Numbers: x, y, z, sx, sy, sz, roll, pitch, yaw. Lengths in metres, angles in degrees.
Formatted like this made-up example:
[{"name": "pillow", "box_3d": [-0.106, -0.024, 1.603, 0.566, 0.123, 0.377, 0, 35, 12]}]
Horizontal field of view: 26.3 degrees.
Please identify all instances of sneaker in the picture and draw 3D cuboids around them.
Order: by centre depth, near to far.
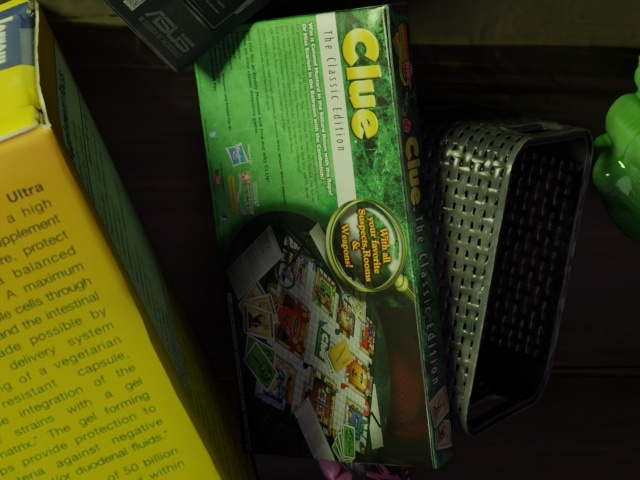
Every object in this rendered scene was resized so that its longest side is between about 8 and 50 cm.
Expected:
[{"name": "sneaker", "box_3d": [0.048, 0.168, 0.981, 0.057, 0.047, 0.119, -46, 120, 0]}]

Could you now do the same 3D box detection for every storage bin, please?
[{"name": "storage bin", "box_3d": [0.091, 0.014, 0.832, 0.122, 0.084, 0.180, -14, 115, -56]}]

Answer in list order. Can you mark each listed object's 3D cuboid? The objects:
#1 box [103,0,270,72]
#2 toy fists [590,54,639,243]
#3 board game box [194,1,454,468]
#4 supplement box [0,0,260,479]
[{"name": "box", "box_3d": [-0.075, -0.218, 0.696, 0.183, 0.059, 0.233, -38, 138, 9]}, {"name": "toy fists", "box_3d": [0.291, -0.104, 0.860, 0.279, 0.096, 0.142, -38, 132, 7]}, {"name": "board game box", "box_3d": [0.000, 0.000, 0.790, 0.136, 0.030, 0.259, 0, 101, 34]}, {"name": "supplement box", "box_3d": [-0.175, 0.078, 0.788, 0.195, 0.194, 0.356, -22, 120, -1]}]
